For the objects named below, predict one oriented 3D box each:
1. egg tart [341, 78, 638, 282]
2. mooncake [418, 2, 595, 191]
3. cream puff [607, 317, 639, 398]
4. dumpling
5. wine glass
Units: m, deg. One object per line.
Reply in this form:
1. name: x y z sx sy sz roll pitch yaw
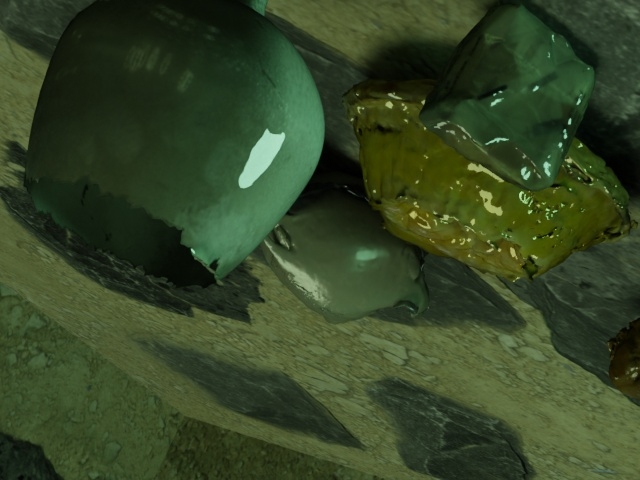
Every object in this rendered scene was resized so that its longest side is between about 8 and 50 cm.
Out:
1. egg tart: 0.142 -0.047 1.492 0.315 0.120 0.315 24 169 5
2. mooncake: 0.156 -0.114 1.307 0.130 0.125 0.073 35 171 -23
3. cream puff: 0.388 0.128 1.736 0.126 0.103 0.144 21 168 -34
4. dumpling: 0.011 -0.011 1.826 0.293 0.163 0.204 31 -164 -22
5. wine glass: -0.085 -0.135 1.257 0.238 0.323 0.238 24 166 7
